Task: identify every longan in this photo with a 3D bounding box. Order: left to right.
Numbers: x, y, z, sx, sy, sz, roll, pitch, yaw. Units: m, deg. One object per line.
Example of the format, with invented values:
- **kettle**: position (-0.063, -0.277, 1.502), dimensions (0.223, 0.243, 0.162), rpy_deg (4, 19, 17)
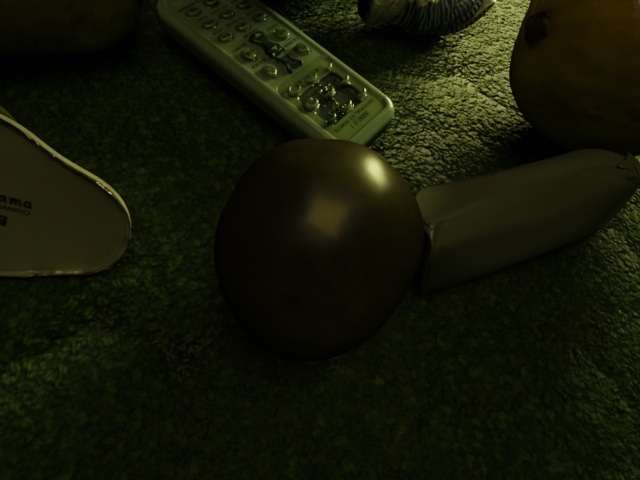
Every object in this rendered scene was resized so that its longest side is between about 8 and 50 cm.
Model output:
- **longan**: position (0.000, 0.000, 0.432), dimensions (0.196, 0.196, 0.220), rpy_deg (35, 60, 6)

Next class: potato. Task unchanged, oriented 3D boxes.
- **potato**: position (-0.366, -0.313, 0.519), dimensions (0.307, 0.173, 0.210), rpy_deg (-16, 70, -22)

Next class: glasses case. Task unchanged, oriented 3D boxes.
- **glasses case**: position (0.234, -0.028, 0.544), dimensions (0.308, 0.128, 0.083), rpy_deg (-15, 43, -18)

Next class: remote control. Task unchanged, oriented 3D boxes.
- **remote control**: position (-0.063, -0.230, 0.603), dimensions (0.335, 0.065, 0.128), rpy_deg (40, 61, 9)

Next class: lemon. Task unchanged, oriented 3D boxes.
- **lemon**: position (0.407, -0.248, 0.593), dimensions (0.297, 0.297, 0.297), rpy_deg (5, 63, -10)

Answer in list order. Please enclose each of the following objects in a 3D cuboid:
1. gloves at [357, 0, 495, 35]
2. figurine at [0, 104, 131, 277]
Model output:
- **gloves**: position (0.171, -0.374, 0.712), dimensions (0.229, 0.097, 0.119), rpy_deg (-10, 21, -8)
- **figurine**: position (-0.316, -0.065, 0.462), dimensions (0.250, 0.167, 0.141), rpy_deg (27, 20, -25)
